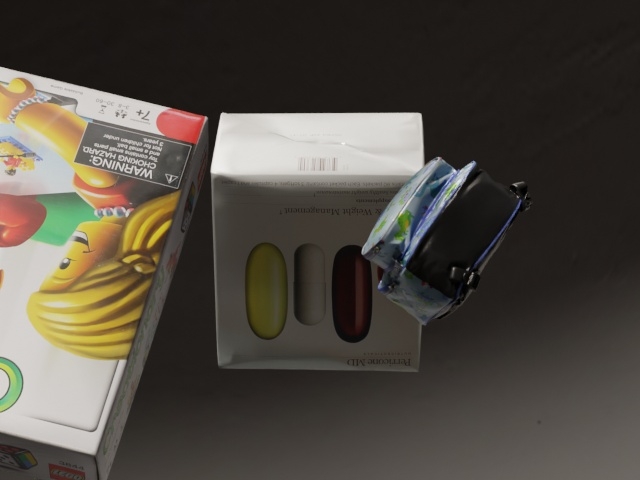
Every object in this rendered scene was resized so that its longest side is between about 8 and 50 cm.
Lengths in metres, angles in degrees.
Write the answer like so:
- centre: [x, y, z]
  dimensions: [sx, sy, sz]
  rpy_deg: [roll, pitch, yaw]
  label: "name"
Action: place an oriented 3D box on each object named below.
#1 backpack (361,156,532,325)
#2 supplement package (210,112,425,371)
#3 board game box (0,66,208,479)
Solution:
- centre: [0.082, 0.000, 1.431]
  dimensions: [0.084, 0.114, 0.105]
  rpy_deg: [35, 67, 1]
  label: "backpack"
- centre: [0.000, 0.000, 1.867]
  dimensions: [0.194, 0.149, 0.203]
  rpy_deg: [0, 116, 2]
  label: "supplement package"
- centre: [-0.225, -0.006, 0.970]
  dimensions: [0.305, 0.053, 0.193]
  rpy_deg: [13, 60, 3]
  label: "board game box"
